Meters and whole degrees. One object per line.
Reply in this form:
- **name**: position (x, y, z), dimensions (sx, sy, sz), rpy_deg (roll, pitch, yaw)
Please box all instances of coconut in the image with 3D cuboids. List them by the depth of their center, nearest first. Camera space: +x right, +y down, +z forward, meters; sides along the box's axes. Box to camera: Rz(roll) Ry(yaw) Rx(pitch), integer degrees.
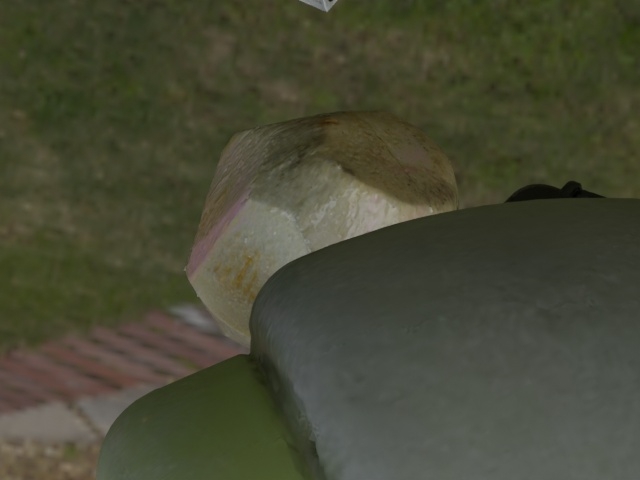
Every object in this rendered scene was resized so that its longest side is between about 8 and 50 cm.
- **coconut**: position (0.000, 0.000, 1.527), dimensions (0.197, 0.237, 0.237), rpy_deg (23, 151, -20)

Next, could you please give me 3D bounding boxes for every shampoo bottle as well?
- **shampoo bottle**: position (0.086, 0.144, 0.797), dimensions (0.317, 0.322, 0.322), rpy_deg (-19, 153, -4)

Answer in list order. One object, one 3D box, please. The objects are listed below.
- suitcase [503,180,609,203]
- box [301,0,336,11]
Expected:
- **suitcase**: position (0.220, 0.138, 1.955), dimensions (0.283, 0.434, 0.194), rpy_deg (22, 146, 35)
- **box**: position (-0.016, -0.259, 1.776), dimensions (0.054, 0.024, 0.083), rpy_deg (29, 157, 28)
